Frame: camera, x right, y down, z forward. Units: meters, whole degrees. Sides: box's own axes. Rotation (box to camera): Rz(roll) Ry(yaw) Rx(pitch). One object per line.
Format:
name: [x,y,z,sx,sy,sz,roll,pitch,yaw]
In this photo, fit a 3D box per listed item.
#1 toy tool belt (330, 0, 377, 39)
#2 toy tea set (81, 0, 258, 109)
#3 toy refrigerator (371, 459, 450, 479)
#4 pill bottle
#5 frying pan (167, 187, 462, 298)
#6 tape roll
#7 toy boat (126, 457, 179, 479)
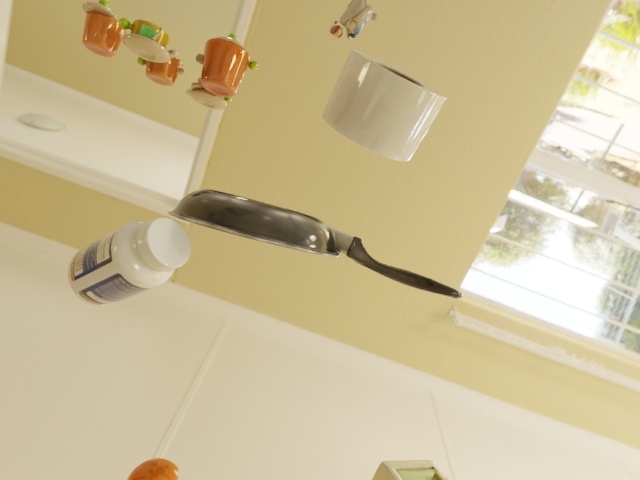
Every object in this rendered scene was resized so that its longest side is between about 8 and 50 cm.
toy tool belt: [0.062,-0.385,0.802,0.051,0.083,0.052,35,-171,-36]
toy tea set: [-0.297,-0.394,0.911,0.336,0.124,0.200,19,172,-36]
toy refrigerator: [0.162,0.368,0.488,0.102,0.094,0.269,18,-170,-33]
pill bottle: [-0.187,0.020,0.444,0.067,0.120,0.067,36,-137,-43]
frying pan: [-0.013,-0.003,0.488,0.326,0.053,0.197,15,-178,23]
tape roll: [0.146,-0.321,1.070,0.246,0.169,0.246,22,-153,-12]
toy boat: [-0.182,0.298,0.454,0.151,0.151,0.231,15,173,42]
